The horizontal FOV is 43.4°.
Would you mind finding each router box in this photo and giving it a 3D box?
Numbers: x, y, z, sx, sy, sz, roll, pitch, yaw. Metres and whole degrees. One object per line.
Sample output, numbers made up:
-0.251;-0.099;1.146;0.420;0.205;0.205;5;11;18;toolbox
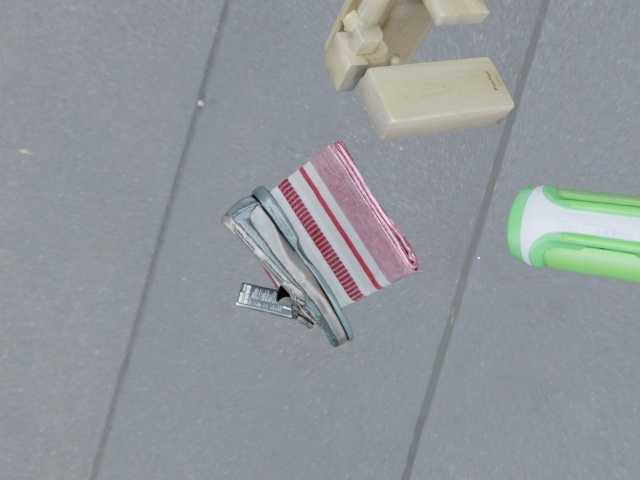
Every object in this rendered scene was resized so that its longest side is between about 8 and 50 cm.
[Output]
-0.072;0.100;1.283;0.092;0.122;0.038;11;83;12;router box

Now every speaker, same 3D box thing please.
0.418;-0.005;1.115;0.296;0.131;0.131;10;91;34;speaker

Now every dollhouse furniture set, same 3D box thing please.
0.068;-0.133;0.683;0.144;0.123;0.151;-11;66;-26;dollhouse furniture set

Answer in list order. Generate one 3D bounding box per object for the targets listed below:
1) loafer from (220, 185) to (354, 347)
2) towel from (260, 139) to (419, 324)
-0.048;0.052;1.168;0.084;0.096;0.268;-33;103;-9;loafer
0.000;0.000;1.346;0.329;0.037;0.237;-31;91;50;towel
